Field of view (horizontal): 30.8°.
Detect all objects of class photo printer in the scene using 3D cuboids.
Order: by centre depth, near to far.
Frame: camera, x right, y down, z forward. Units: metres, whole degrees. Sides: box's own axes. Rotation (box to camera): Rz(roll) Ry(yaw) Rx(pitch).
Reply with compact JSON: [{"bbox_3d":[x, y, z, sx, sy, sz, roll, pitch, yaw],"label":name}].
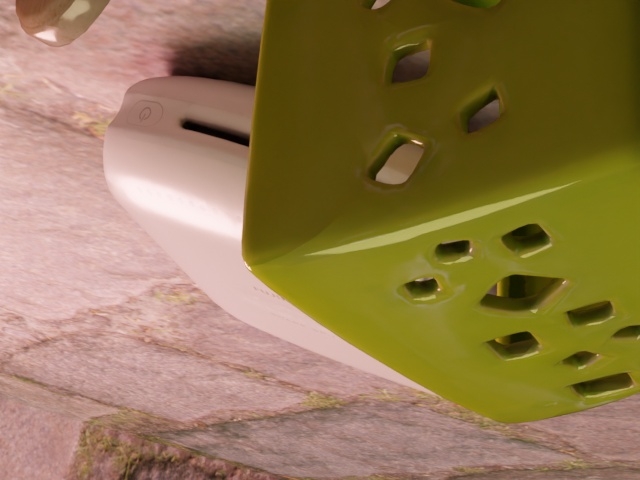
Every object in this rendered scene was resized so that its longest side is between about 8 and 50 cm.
[{"bbox_3d":[0.000,0.000,0.824,0.256,0.107,0.307,19,164,21],"label":"photo printer"}]

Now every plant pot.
[{"bbox_3d":[0.121,-0.064,0.502,0.207,0.228,0.227,-14,149,33],"label":"plant pot"}]

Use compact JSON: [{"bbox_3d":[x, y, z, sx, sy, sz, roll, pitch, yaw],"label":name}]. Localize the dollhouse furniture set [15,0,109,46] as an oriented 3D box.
[{"bbox_3d":[-0.122,-0.178,0.254,0.362,0.256,0.394,27,153,-38],"label":"dollhouse furniture set"}]
